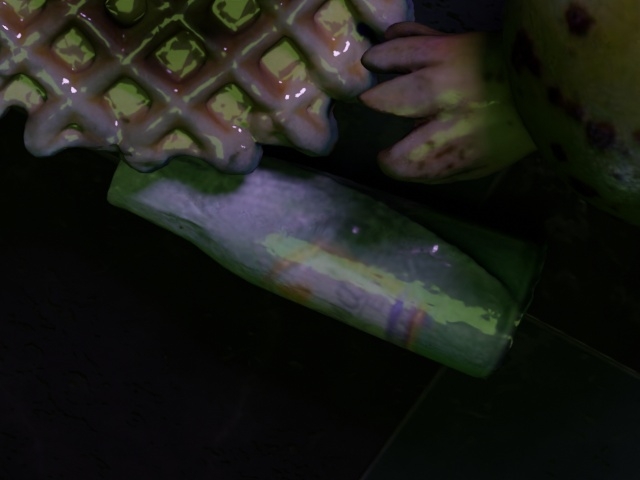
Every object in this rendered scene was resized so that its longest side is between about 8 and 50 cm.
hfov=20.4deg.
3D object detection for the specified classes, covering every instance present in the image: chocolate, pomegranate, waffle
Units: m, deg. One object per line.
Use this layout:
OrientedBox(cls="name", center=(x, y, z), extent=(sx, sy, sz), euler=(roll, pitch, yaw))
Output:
OrientedBox(cls="chocolate", center=(0.000, 0.000, 1.206), extent=(0.291, 0.110, 0.110), euler=(20, 126, 2))
OrientedBox(cls="pomegranate", center=(0.170, -0.107, 0.991), extent=(0.306, 0.242, 0.242), euler=(-9, 122, 3))
OrientedBox(cls="waffle", center=(-0.094, -0.178, 1.094), extent=(0.309, 0.056, 0.292), euler=(-1, 115, -2))
